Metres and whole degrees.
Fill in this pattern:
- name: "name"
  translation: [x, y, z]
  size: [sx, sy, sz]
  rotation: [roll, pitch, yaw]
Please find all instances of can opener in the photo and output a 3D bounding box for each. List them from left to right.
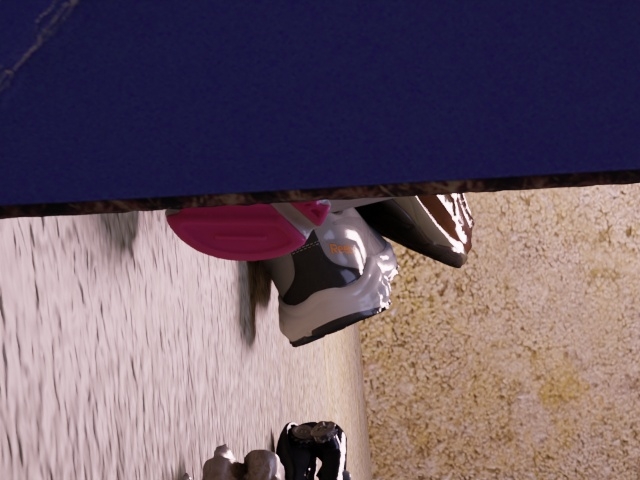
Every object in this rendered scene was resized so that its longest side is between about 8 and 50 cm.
- name: "can opener"
  translation: [-0.006, 0.194, 1.474]
  size: [0.186, 0.059, 0.073]
  rotation: [-88, 174, -67]

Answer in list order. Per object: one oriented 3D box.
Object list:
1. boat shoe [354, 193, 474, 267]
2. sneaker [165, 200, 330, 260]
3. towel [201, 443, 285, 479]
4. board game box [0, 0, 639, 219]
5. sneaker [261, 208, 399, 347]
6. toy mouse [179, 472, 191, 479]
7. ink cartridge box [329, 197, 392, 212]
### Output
- name: "boat shoe"
  translation: [0.063, -0.075, 1.579]
  size: [0.120, 0.123, 0.324]
  rotation: [-60, 152, -7]
- name: "sneaker"
  translation: [-0.041, -0.121, 0.923]
  size: [0.111, 0.103, 0.252]
  rotation: [-106, -162, -83]
- name: "towel"
  translation: [-0.034, 0.258, 1.000]
  size: [0.187, 0.049, 0.282]
  rotation: [77, 11, -65]
- name: "board game box"
  translation: [0.009, -0.144, 0.512]
  size: [0.291, 0.232, 0.141]
  rotation: [-88, 175, -57]
- name: "sneaker"
  translation: [0.000, 0.000, 1.509]
  size: [0.271, 0.100, 0.108]
  rotation: [-102, 170, -83]
- name: "toy mouse"
  translation: [-0.063, 0.170, 0.671]
  size: [0.161, 0.031, 0.143]
  rotation: [-72, 158, -81]
- name: "ink cartridge box"
  translation: [-0.002, -0.150, 1.110]
  size: [0.160, 0.093, 0.219]
  rotation: [88, -14, -51]
